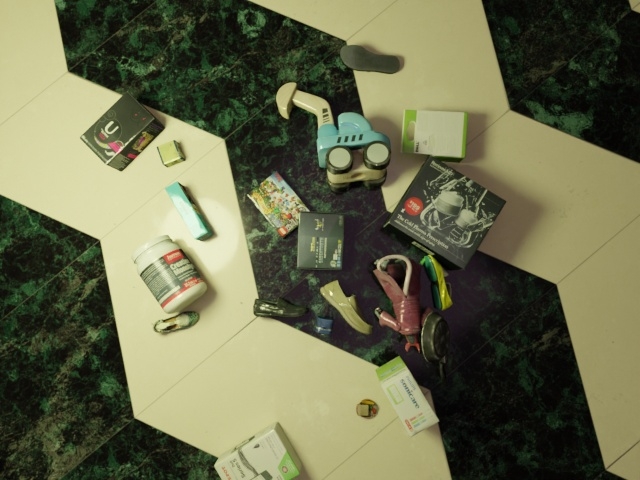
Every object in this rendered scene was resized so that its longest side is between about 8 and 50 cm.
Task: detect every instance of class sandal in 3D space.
[{"bbox_3d":[0.202,-0.745,2.017,0.255,0.054,0.097,13,94,-7],"label":"sandal"}]

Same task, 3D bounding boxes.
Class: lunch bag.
[{"bbox_3d":[0.015,0.341,1.915,0.067,0.098,0.065,9,89,-3],"label":"lunch bag"}]

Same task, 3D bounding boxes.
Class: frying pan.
[{"bbox_3d":[0.446,0.434,1.835,0.053,0.197,0.326,-3,94,39],"label":"frying pan"}]

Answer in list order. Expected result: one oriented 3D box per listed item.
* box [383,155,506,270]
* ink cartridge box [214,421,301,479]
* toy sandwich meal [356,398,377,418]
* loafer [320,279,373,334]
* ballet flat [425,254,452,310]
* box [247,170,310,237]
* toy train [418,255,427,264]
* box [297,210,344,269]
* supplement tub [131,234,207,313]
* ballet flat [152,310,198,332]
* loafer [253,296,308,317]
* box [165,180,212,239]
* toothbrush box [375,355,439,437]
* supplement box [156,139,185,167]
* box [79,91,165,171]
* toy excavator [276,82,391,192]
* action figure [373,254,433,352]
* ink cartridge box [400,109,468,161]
[{"bbox_3d":[0.478,-0.102,1.894,0.343,0.179,0.312,32,86,3],"label":"box"},{"bbox_3d":[-0.241,0.873,1.875,0.273,0.115,0.198,-31,86,-1],"label":"ink cartridge box"},{"bbox_3d":[0.184,0.671,1.921,0.086,0.029,0.085,0,86,2],"label":"toy sandwich meal"},{"bbox_3d":[0.117,0.263,1.916,0.268,0.102,0.092,44,94,5],"label":"loafer"},{"bbox_3d":[0.480,0.164,1.932,0.077,0.077,0.231,-13,91,-13],"label":"ballet flat"},{"bbox_3d":[-0.167,-0.146,1.982,0.159,0.044,0.233,-40,86,-2],"label":"box"},{"bbox_3d":[0.409,0.095,1.959,0.017,0.024,0.083,42,88,4],"label":"toy train"},{"bbox_3d":[0.000,0.000,1.936,0.183,0.059,0.232,3,94,-4],"label":"box"},{"bbox_3d":[-0.596,0.134,1.901,0.191,0.191,0.272,-36,86,-1],"label":"supplement tub"},{"bbox_3d":[-0.589,0.335,1.950,0.188,0.070,0.070,-19,86,0],"label":"ballet flat"},{"bbox_3d":[-0.161,0.268,1.936,0.223,0.076,0.078,1,94,5],"label":"loafer"},{"bbox_3d":[-0.534,-0.117,1.963,0.060,0.100,0.244,-32,86,-2],"label":"box"},{"bbox_3d":[0.314,0.570,1.798,0.122,0.283,0.206,-30,86,-1],"label":"toothbrush box"},{"bbox_3d":[-0.621,-0.360,2.004,0.083,0.056,0.083,-21,86,0],"label":"supplement box"},{"bbox_3d":[-0.805,-0.441,1.972,0.165,0.143,0.270,44,88,3],"label":"box"},{"bbox_3d":[0.053,-0.436,1.939,0.433,0.222,0.445,-6,72,1],"label":"toy excavator"},{"bbox_3d":[0.340,0.241,1.833,0.248,0.275,0.370,-10,78,-3],"label":"action figure"},{"bbox_3d":[0.456,-0.426,1.960,0.255,0.097,0.188,5,86,4],"label":"ink cartridge box"}]
